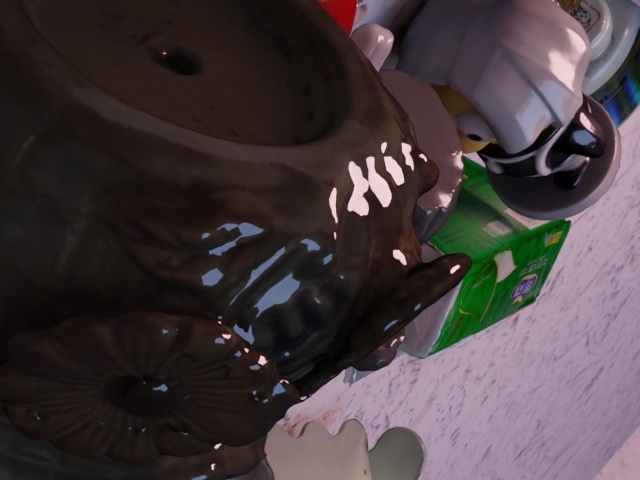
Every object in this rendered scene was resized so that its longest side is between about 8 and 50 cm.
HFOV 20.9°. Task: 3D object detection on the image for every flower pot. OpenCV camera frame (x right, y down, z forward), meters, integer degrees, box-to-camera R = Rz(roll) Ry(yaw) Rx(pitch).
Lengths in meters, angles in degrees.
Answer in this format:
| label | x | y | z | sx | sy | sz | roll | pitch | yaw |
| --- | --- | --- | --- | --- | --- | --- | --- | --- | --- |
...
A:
| label | x | y | z | sx | sy | sz | roll | pitch | yaw |
| --- | --- | --- | --- | --- | --- | --- | --- | --- | --- |
| flower pot | -0.089 | -0.008 | 0.848 | 0.302 | 0.302 | 0.213 | -26 | 151 | -52 |

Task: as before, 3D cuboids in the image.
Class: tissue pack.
| label | x | y | z | sx | sy | sz | roll | pitch | yaw |
| --- | --- | --- | --- | --- | --- | --- | --- | --- | --- |
| tissue pack | 0.089 | 0.028 | 1.505 | 0.209 | 0.148 | 0.156 | -22 | 141 | -55 |

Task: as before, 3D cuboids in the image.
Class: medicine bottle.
| label | x | y | z | sx | sy | sz | roll | pitch | yaw |
| --- | --- | --- | --- | --- | --- | --- | --- | --- | --- |
| medicine bottle | 0.254 | -0.174 | 1.643 | 0.121 | 0.083 | 0.229 | -52 | 158 | 1 |

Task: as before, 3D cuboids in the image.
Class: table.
| label | x | y | z | sx | sy | sz | roll | pitch | yaw |
| --- | --- | --- | --- | --- | --- | --- | --- | --- | --- |
| table | 0.004 | 0.257 | 1.686 | 0.198 | 0.166 | 0.166 | 6 | 117 | -58 |

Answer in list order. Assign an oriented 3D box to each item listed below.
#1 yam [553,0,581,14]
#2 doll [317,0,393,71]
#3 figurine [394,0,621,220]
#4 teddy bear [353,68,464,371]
| label | x | y | z | sx | sy | sz | roll | pitch | yaw |
| --- | --- | --- | --- | --- | --- | --- | --- | --- | --- |
| yam | 0.253 | -0.270 | 1.461 | 0.274 | 0.061 | 0.061 | -43 | 157 | -23 |
| doll | -0.032 | -0.119 | 1.104 | 0.183 | 0.085 | 0.217 | -49 | 158 | -5 |
| figurine | 0.144 | -0.118 | 1.390 | 0.133 | 0.176 | 0.236 | -64 | 151 | -9 |
| teddy bear | 0.010 | 0.000 | 1.287 | 0.144 | 0.171 | 0.251 | -6 | 139 | -31 |
